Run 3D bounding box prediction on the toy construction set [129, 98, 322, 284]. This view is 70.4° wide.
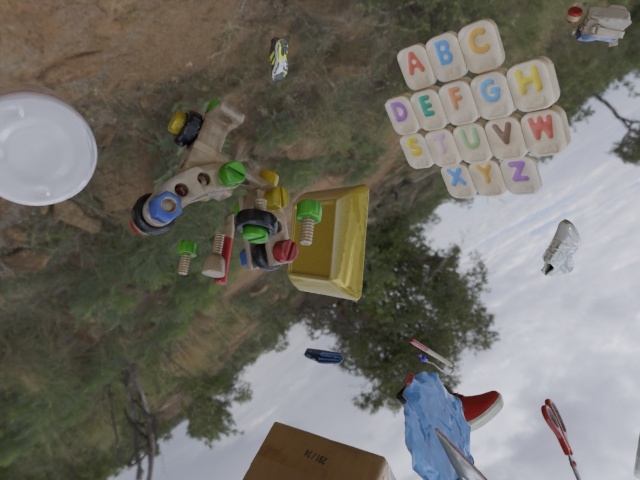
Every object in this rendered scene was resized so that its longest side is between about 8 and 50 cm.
[{"bbox_3d":[-0.154,-0.078,0.747,0.257,0.238,0.309,10,158,-13],"label":"toy construction set"}]

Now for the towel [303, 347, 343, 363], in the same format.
[{"bbox_3d":[0.006,0.282,1.104,0.067,0.029,0.119,10,167,-17],"label":"towel"}]

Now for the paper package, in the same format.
[{"bbox_3d":[-0.020,0.623,1.041,0.324,0.168,0.310,2,-142,30],"label":"paper package"}]

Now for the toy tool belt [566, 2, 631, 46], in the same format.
[{"bbox_3d":[0.387,-0.300,0.644,0.051,0.083,0.052,82,20,-58],"label":"toy tool belt"}]

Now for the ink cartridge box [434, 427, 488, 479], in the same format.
[{"bbox_3d":[0.236,0.294,0.434,0.060,0.239,0.275,-39,136,-10],"label":"ink cartridge box"}]

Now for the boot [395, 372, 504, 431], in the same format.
[{"bbox_3d":[0.316,0.395,1.147,0.244,0.176,0.088,-35,172,24],"label":"boot"}]

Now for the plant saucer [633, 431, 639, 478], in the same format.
[{"bbox_3d":[0.835,0.376,1.078,0.100,0.401,0.400,9,-152,38],"label":"plant saucer"}]

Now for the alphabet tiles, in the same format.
[{"bbox_3d":[0.232,-0.186,0.718,0.021,0.278,0.284,-41,-153,-30],"label":"alphabet tiles"}]

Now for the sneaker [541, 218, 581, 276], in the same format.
[{"bbox_3d":[0.525,0.023,0.996,0.061,0.152,0.054,-17,-144,-6],"label":"sneaker"}]

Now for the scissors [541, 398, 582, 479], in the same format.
[{"bbox_3d":[0.666,0.572,1.202,0.021,0.297,0.109,-34,150,29],"label":"scissors"}]

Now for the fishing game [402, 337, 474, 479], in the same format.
[{"bbox_3d":[0.177,0.297,0.699,0.041,0.189,0.264,-28,-138,37],"label":"fishing game"}]

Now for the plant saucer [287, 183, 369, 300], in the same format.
[{"bbox_3d":[0.000,0.000,1.384,0.080,0.333,0.332,6,177,-35],"label":"plant saucer"}]

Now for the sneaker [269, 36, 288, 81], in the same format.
[{"bbox_3d":[-0.081,-0.344,0.861,0.031,0.035,0.083,-16,141,-30],"label":"sneaker"}]

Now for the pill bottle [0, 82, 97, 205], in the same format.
[{"bbox_3d":[-0.468,-0.168,0.736,0.160,0.160,0.283,-36,-145,-17],"label":"pill bottle"}]
